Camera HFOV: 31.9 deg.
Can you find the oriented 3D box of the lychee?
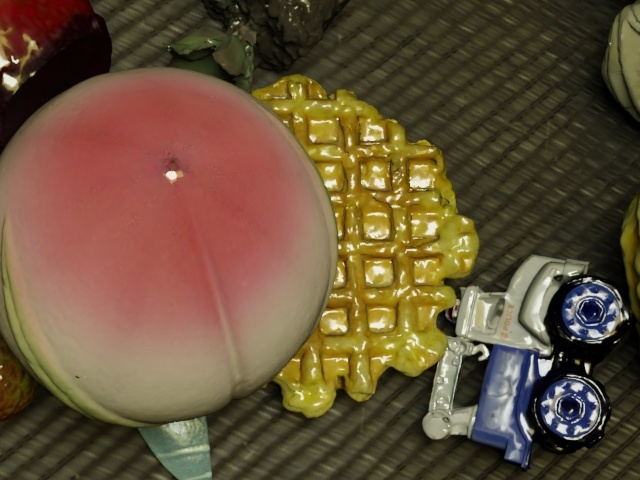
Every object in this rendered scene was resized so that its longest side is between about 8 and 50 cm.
[{"bbox_3d":[-0.301,0.111,0.993,0.114,0.114,0.146,21,72,-9],"label":"lychee"}]

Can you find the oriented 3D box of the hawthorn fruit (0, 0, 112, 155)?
[{"bbox_3d":[-0.312,-0.176,0.989,0.215,0.215,0.249,-43,94,-15],"label":"hawthorn fruit"}]

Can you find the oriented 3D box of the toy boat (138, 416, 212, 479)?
[{"bbox_3d":[-0.132,0.188,1.064,0.096,0.034,0.122,-5,84,-8],"label":"toy boat"}]

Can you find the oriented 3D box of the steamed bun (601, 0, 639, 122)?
[{"bbox_3d":[0.394,-0.160,1.108,0.218,0.211,0.144,-8,70,28],"label":"steamed bun"}]

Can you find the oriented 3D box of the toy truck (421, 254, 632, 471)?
[{"bbox_3d":[0.202,0.118,1.108,0.177,0.161,0.213,12,79,13],"label":"toy truck"}]

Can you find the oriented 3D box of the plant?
[{"bbox_3d":[-0.061,-0.226,1.094,0.131,0.142,0.203,41,65,-14],"label":"plant"}]

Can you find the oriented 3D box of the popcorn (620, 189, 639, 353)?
[{"bbox_3d":[0.451,0.041,1.056,0.334,0.292,0.293,-1,109,-30],"label":"popcorn"}]

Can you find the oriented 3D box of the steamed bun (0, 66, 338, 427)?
[{"bbox_3d":[-0.126,-0.005,0.892,0.310,0.309,0.309,2,81,-13],"label":"steamed bun"}]

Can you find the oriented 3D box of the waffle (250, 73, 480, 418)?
[{"bbox_3d":[0.000,0.000,1.092,0.325,0.068,0.302,42,77,4],"label":"waffle"}]
